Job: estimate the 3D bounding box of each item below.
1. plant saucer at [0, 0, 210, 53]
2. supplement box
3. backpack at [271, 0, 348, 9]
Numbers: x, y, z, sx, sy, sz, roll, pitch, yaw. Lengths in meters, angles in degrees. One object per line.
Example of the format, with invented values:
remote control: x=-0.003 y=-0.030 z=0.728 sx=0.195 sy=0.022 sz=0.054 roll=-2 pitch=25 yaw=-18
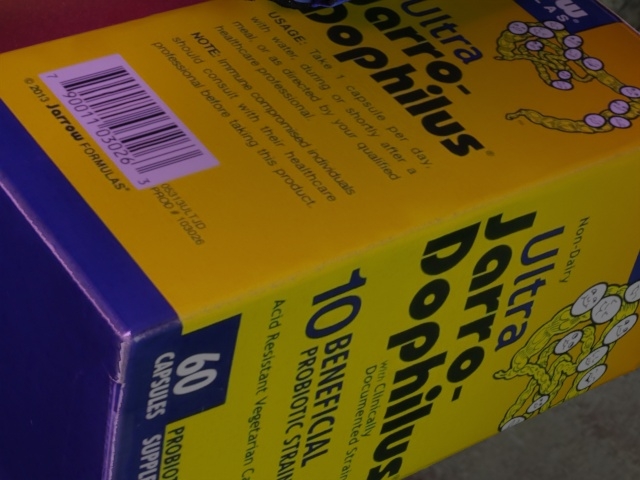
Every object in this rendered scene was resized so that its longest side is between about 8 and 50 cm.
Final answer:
plant saucer: x=-0.154 y=-0.128 z=0.795 sx=0.258 sy=0.048 sz=0.259 roll=-44 pitch=133 yaw=1
supplement box: x=0.000 y=0.000 z=0.822 sx=0.356 sy=0.195 sz=0.194 roll=-20 pitch=140 yaw=-31
backpack: x=0.026 y=-0.199 z=0.767 sx=0.173 sy=0.117 sz=0.158 roll=-21 pitch=119 yaw=-36
